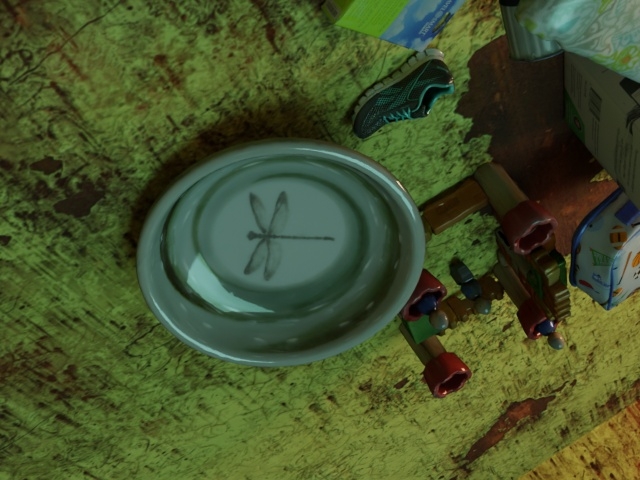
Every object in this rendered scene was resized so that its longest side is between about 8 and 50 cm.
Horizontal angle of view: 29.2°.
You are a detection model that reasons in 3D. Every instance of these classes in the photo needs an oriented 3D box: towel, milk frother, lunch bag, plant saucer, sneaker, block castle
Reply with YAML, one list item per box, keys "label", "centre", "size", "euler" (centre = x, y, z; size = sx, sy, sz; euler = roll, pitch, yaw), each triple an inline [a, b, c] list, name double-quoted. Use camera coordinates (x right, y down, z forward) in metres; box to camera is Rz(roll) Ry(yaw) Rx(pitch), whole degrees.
- label: "towel"
  centre: [0.450, -0.350, 1.542]
  size: [0.374, 0.090, 0.320]
  euler: [12, 121, -46]
- label: "milk frother"
  centre: [0.310, -0.319, 1.606]
  size: [0.129, 0.143, 0.135]
  euler: [-37, 121, -35]
- label: "lunch bag"
  centre: [0.555, -0.037, 2.097]
  size: [0.303, 0.115, 0.243]
  euler: [-42, 150, -15]
- label: "plant saucer"
  centre: [-0.056, 0.003, 1.724]
  size: [0.400, 0.101, 0.401]
  euler: [-4, 129, -4]
- label: "sneaker"
  centre: [0.116, -0.192, 1.707]
  size: [0.166, 0.076, 0.065]
  euler: [-41, 149, 14]
- label: "block castle"
  centre: [0.278, 0.095, 2.156]
  size: [0.303, 0.213, 0.453]
  euler: [-31, 150, -4]

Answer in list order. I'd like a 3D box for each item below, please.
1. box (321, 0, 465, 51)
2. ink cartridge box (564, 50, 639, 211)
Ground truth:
- label: "box"
  centre: [0.098, -0.304, 1.555]
  size: [0.178, 0.042, 0.109]
  euler: [6, 133, -49]
- label: "ink cartridge box"
  centre: [0.504, -0.170, 1.898]
  size: [0.121, 0.289, 0.211]
  euler: [-29, 151, -6]
